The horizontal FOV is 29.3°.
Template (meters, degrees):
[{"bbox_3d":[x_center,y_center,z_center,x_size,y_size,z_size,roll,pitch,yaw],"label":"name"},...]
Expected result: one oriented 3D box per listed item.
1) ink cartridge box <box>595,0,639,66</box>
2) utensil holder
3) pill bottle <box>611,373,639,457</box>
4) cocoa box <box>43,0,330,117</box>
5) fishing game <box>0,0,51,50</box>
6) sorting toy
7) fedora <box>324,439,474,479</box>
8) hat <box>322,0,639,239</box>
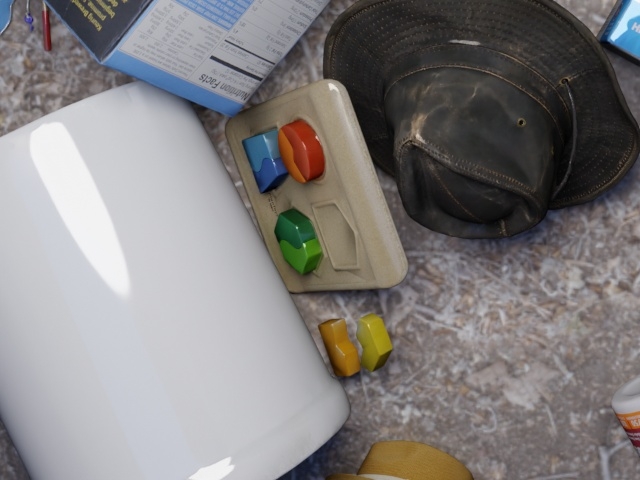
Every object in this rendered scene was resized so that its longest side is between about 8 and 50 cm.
[{"bbox_3d":[0.356,-0.264,1.185,0.086,0.148,0.203,29,102,3],"label":"ink cartridge box"},{"bbox_3d":[-0.193,0.069,1.228,0.327,0.327,0.386,-24,93,11],"label":"utensil holder"},{"bbox_3d":[0.378,0.215,1.292,0.086,0.086,0.152,-30,94,11],"label":"pill bottle"},{"bbox_3d":[-0.168,-0.323,1.148,0.228,0.231,0.347,-49,66,13],"label":"cocoa box"},{"bbox_3d":[-0.427,-0.279,1.345,0.264,0.041,0.189,1,102,7],"label":"fishing game"},{"bbox_3d":[0.000,0.000,1.259,0.041,0.229,0.307,-23,97,-29],"label":"sorting toy"},{"bbox_3d":[0.103,0.269,1.324,0.194,0.194,0.079,17,64,5],"label":"fedora"},{"bbox_3d":[0.134,-0.087,1.159,0.331,0.331,0.134,18,59,4],"label":"hat"}]
